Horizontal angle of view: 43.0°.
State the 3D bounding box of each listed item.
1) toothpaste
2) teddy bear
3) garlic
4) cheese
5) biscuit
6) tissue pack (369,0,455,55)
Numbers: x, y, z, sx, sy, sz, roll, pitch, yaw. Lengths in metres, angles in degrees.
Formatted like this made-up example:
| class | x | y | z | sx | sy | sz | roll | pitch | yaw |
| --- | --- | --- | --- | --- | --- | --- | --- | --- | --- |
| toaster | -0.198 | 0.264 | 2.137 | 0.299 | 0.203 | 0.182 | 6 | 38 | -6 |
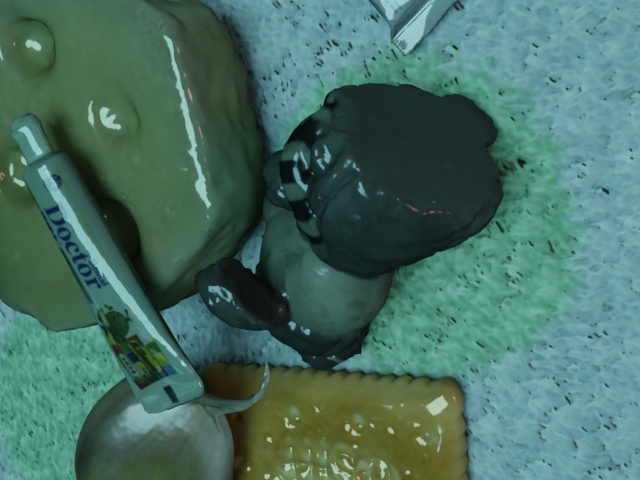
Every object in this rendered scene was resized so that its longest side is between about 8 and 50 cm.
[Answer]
| class | x | y | z | sx | sy | sz | roll | pitch | yaw |
| --- | --- | --- | --- | --- | --- | --- | --- | --- | --- |
| toothpaste | -0.170 | 0.018 | 0.630 | 0.067 | 0.037 | 0.255 | -26 | 93 | 29 |
| teddy bear | -0.001 | -0.008 | 0.596 | 0.251 | 0.171 | 0.144 | -45 | 59 | 33 |
| garlic | -0.139 | 0.174 | 0.717 | 0.148 | 0.128 | 0.266 | 10 | 128 | -10 |
| cheese | -0.198 | -0.075 | 0.703 | 0.318 | 0.115 | 0.326 | 38 | 114 | 15 |
| biscuit | 0.006 | 0.188 | 0.701 | 0.250 | 0.030 | 0.160 | 1 | 101 | 27 |
| tissue pack | 0.044 | -0.249 | 0.594 | 0.122 | 0.026 | 0.193 | -42 | 81 | 27 |
